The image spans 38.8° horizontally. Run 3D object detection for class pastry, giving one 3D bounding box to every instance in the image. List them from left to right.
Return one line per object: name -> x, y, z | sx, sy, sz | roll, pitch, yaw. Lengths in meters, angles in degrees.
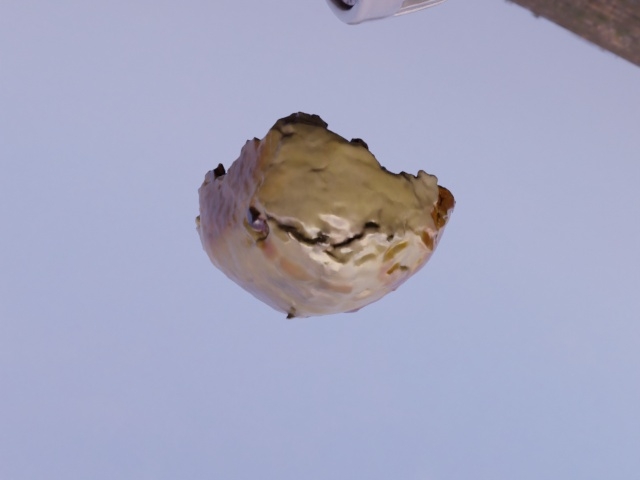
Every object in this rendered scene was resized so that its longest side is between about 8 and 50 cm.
pastry -> 0.001, 0.004, 0.944 | 0.237, 0.256, 0.170 | 20, -118, -29

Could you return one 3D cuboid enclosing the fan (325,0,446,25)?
fan -> 0.006, -0.202, 0.417 | 0.074, 0.130, 0.244 | -14, -128, -9
